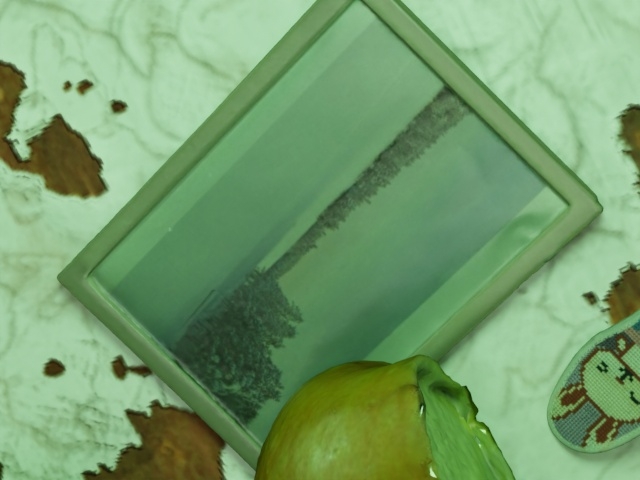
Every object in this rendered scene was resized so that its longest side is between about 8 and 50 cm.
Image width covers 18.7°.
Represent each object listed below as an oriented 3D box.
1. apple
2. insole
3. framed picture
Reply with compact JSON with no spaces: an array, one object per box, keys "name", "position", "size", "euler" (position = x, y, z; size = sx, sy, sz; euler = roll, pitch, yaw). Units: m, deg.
[{"name":"apple","position":[0.083,0.237,1.178],"size":[0.179,0.254,0.346],"euler":[-33,92,-21]},{"name":"insole","position":[0.203,0.064,1.165],"size":[0.065,0.004,0.197],"euler":[48,125,10]},{"name":"framed picture","position":[0.000,0.000,1.214],"size":[0.213,0.016,0.289],"euler":[45,110,-2]}]
